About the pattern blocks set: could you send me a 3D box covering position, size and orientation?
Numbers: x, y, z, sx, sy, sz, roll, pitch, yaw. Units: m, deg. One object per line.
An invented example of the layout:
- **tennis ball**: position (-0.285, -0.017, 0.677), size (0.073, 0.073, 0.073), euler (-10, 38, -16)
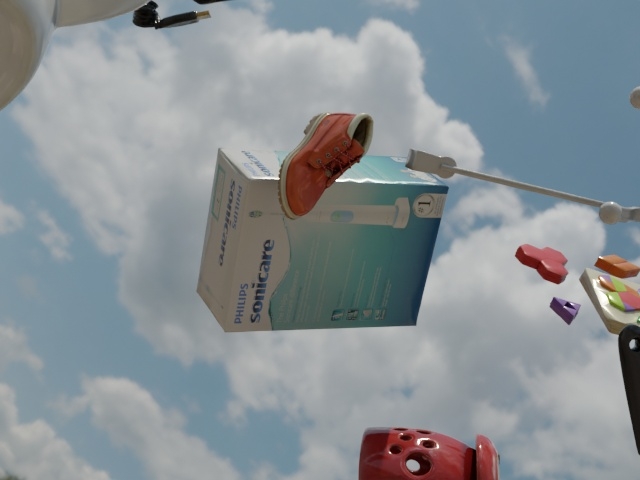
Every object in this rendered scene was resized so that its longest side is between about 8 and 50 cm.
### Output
- **pattern blocks set**: position (0.458, 0.099, 1.446), size (0.285, 0.325, 0.026), euler (-114, -141, -53)

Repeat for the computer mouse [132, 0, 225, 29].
- **computer mouse**: position (-0.153, -0.365, 1.456), size (0.184, 0.262, 0.060), euler (-107, -169, -57)

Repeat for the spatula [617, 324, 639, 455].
- **spatula**: position (0.316, 0.223, 0.981), size (0.030, 0.084, 0.296), euler (-140, -140, -75)

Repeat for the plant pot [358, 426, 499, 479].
- **plant pot**: position (0.141, 0.336, 1.310), size (0.174, 0.191, 0.191), euler (0, -46, 7)

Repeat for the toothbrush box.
- **toothbrush box**: position (0.000, 0.000, 1.387), size (0.126, 0.296, 0.216), euler (43, -51, 55)

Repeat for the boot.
- **boot**: position (0.007, -0.093, 1.216), size (0.085, 0.158, 0.059), euler (1, -36, 40)

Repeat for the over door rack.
- **over door rack**: position (0.259, -0.144, 0.988), size (0.324, 0.239, 0.108), euler (14, 6, 8)

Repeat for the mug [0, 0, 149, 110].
- **mug**: position (-0.307, -0.263, 0.851), size (0.328, 0.374, 0.276), euler (64, -31, 31)
